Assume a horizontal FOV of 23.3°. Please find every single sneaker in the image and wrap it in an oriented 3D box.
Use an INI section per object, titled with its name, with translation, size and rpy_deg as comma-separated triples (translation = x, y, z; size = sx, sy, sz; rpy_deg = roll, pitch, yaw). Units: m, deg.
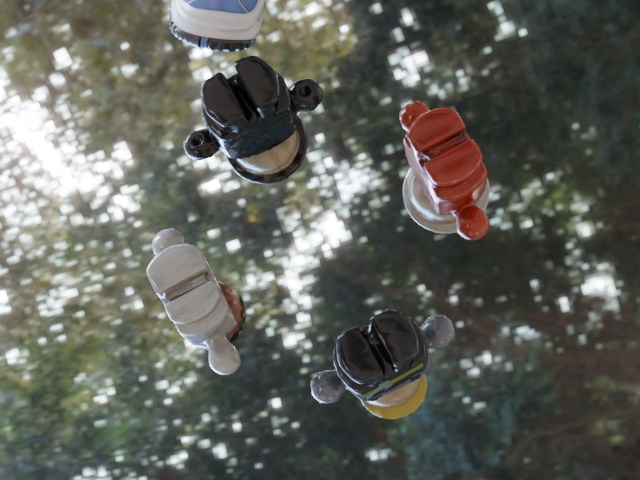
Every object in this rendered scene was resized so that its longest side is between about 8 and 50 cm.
[sneaker]
translation = -0.064, -0.216, 1.070
size = 0.080, 0.081, 0.211
rpy_deg = 4, -141, -13

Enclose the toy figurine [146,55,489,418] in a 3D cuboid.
[toy figurine]
translation = 0.000, 0.000, 1.027
size = 0.148, 0.213, 0.209
rpy_deg = 68, -143, -77
